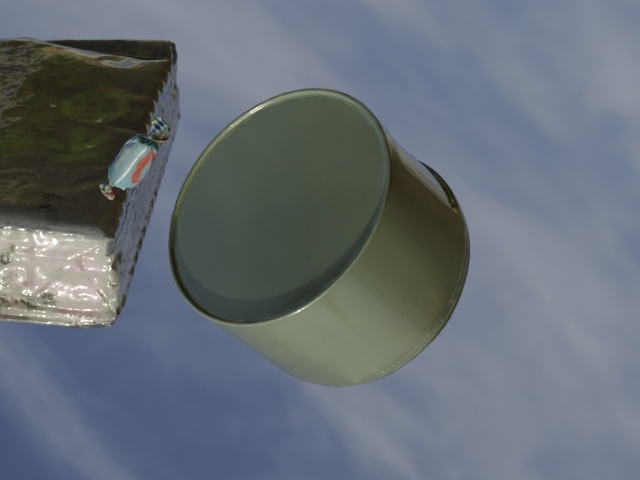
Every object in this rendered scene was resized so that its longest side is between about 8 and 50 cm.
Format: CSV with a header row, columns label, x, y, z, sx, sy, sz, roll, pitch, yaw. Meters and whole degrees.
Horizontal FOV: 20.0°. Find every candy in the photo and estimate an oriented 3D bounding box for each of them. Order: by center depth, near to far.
label,x,y,z,sx,sy,sz,roll,pitch,yaw
candy,-0.148,-0.064,1.455,0.020,0.083,0.030,19,-152,-47

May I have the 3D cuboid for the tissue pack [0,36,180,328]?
label,x,y,z,sx,sy,sz,roll,pitch,yaw
tissue pack,-0.303,-0.069,1.763,0.288,0.124,0.394,0,-149,5

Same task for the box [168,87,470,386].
label,x,y,z,sx,sy,sz,roll,pitch,yaw
box,0.000,0.000,1.583,0.149,0.226,0.226,39,-150,-48
